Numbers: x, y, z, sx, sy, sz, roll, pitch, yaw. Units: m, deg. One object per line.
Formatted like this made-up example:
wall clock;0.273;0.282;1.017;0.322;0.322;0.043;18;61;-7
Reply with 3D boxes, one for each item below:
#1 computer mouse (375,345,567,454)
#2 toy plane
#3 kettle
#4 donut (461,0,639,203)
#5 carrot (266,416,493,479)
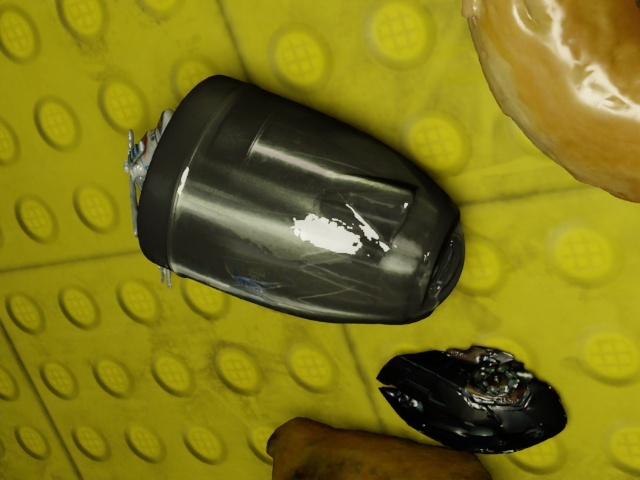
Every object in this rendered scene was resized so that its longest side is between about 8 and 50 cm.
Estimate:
computer mouse;0.176;0.199;1.129;0.242;0.077;0.146;8;119;27
toy plane;-0.180;-0.045;1.168;0.107;0.182;0.273;-6;120;-2
kettle;0.000;0.000;1.049;0.324;0.228;0.321;21;152;14
donut;0.301;-0.223;0.730;0.449;0.198;0.448;16;125;25
carrot;0.095;0.364;1.171;0.341;0.241;0.241;11;122;29
